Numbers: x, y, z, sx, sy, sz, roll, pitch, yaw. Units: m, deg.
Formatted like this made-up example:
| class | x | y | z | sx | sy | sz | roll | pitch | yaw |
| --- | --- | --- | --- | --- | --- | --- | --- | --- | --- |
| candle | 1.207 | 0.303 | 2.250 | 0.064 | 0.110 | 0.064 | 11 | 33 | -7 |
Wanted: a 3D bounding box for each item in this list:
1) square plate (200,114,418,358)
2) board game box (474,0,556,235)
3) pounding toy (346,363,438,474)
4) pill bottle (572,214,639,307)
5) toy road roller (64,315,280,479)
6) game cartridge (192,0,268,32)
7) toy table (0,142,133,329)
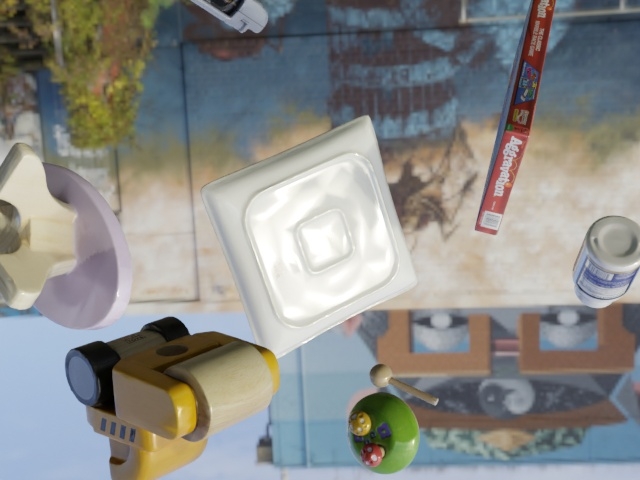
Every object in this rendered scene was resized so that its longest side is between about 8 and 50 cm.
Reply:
| class | x | y | z | sx | sy | sz | roll | pitch | yaw |
| --- | --- | --- | --- | --- | --- | --- | --- | --- | --- |
| square plate | 0.000 | 0.000 | 1.687 | 0.344 | 0.347 | 0.049 | -26 | -160 | -21 |
| board game box | 0.212 | -0.154 | 1.011 | 0.027 | 0.145 | 0.281 | 15 | -129 | 6 |
| pounding toy | 0.126 | 0.410 | 2.106 | 0.183 | 0.237 | 0.110 | 31 | -164 | 29 |
| pill bottle | 0.448 | 0.040 | 1.497 | 0.094 | 0.094 | 0.169 | -2 | 151 | 2 |
| toy road roller | -0.228 | 0.270 | 1.486 | 0.329 | 0.240 | 0.202 | 8 | -162 | 42 |
| game cartridge | -0.209 | -0.392 | 1.246 | 0.297 | 0.062 | 0.198 | 23 | -150 | -51 |
| toy table | -0.378 | -0.004 | 1.211 | 0.274 | 0.252 | 0.161 | 34 | -167 | 31 |
